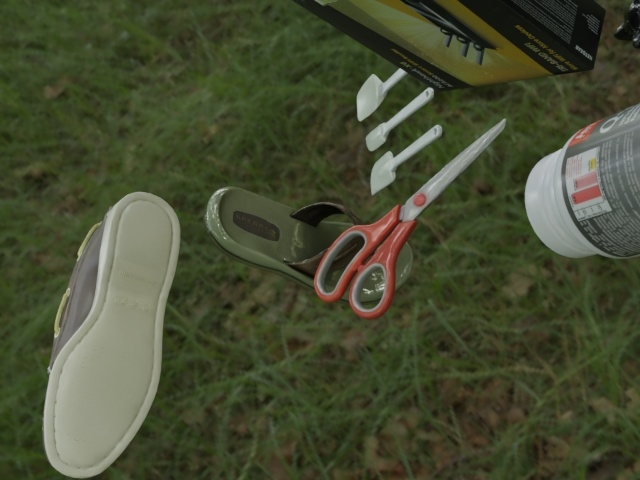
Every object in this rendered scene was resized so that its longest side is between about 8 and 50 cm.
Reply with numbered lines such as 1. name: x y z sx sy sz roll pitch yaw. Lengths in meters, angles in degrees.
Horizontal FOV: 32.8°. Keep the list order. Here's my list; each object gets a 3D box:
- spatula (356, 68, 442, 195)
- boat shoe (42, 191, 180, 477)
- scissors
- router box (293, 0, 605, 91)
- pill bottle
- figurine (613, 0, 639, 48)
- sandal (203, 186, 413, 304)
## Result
1. spatula: 0.108 -0.178 1.558 0.242 0.019 0.168 143 125 -65
2. boat shoe: -0.240 0.105 1.199 0.096 0.116 0.324 -24 49 53
3. scissors: 0.099 -0.040 1.278 0.109 0.021 0.297 37 99 32
4. router box: 0.129 -0.275 1.220 0.243 0.309 0.081 0 71 50
5. pill bottle: 0.465 -0.088 1.544 0.210 0.210 0.363 -58 16 -24
6. figurine: 0.417 -0.261 1.135 0.209 0.092 0.215 -36 14 14
7. sandal: -0.001 0.001 1.374 0.086 0.302 0.120 -41 44 43
